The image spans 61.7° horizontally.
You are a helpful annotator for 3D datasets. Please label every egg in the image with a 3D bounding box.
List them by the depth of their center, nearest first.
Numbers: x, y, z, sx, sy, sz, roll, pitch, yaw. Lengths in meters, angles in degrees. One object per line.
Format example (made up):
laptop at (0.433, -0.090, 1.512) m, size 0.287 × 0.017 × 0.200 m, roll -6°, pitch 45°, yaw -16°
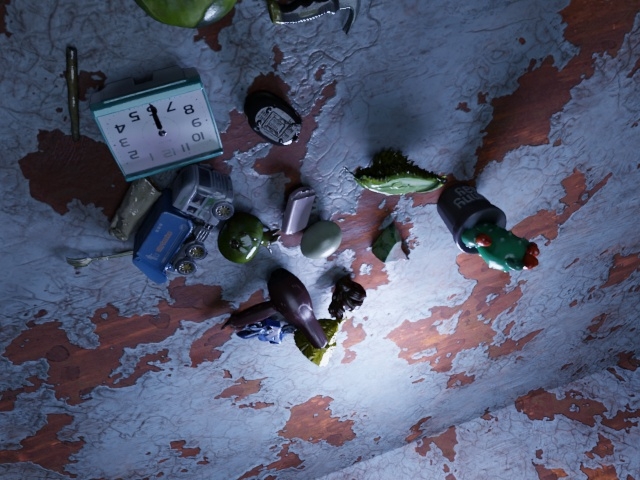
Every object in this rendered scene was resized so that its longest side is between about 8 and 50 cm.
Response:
egg at (0.000, 0.000, 1.723) m, size 0.152 × 0.114 × 0.114 m, roll -42°, pitch 132°, yaw 19°

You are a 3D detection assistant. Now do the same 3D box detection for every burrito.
burrito at (-0.508, -0.092, 1.469) m, size 0.087 × 0.060 × 0.226 m, roll 27°, pitch 116°, yaw -30°

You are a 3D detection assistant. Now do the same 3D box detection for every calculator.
calculator at (-0.069, -0.089, 1.654) m, size 0.100 × 0.032 × 0.175 m, roll -20°, pitch 140°, yaw -42°

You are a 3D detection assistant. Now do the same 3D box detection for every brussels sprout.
brussels sprout at (-0.255, -0.553, 1.080) m, size 0.271 × 0.219 × 0.210 m, roll -42°, pitch 125°, yaw -13°

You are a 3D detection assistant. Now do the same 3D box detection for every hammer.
hammer at (-0.013, -0.562, 1.285) m, size 0.227 × 0.041 × 0.158 m, roll -17°, pitch 131°, yaw -9°

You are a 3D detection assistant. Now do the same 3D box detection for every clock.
clock at (-0.396, -0.291, 1.320) m, size 0.263 × 0.116 × 0.231 m, roll -17°, pitch 138°, yaw -7°

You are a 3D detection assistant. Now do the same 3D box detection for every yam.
yam at (-0.577, -0.335, 1.255) m, size 0.029 × 0.027 × 0.234 m, roll 5°, pitch 127°, yaw -14°

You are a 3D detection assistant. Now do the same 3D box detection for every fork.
fork at (-0.626, 0.053, 1.568) m, size 0.220 × 0.028 × 0.034 m, roll -5°, pitch 127°, yaw -18°

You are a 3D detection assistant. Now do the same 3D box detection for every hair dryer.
hair dryer at (-0.177, 0.280, 1.854) m, size 0.341 × 0.123 × 0.312 m, roll -23°, pitch 107°, yaw 11°

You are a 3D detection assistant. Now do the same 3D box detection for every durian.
durian at (0.220, -0.204, 1.644) m, size 0.375 × 0.106 × 0.132 m, roll 0°, pitch 131°, yaw -24°

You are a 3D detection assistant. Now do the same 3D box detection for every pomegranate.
pomegranate at (-0.213, -0.004, 1.625) m, size 0.191 × 0.131 × 0.152 m, roll 11°, pitch 121°, yaw -39°

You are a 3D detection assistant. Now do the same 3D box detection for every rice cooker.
rice cooker at (-0.123, -0.318, 1.408) m, size 0.165 × 0.106 × 0.112 m, roll 30°, pitch 109°, yaw -27°

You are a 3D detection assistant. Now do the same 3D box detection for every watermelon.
watermelon at (0.252, 0.041, 1.881) m, size 0.121 × 0.097 × 0.158 m, roll -33°, pitch 137°, yaw 8°

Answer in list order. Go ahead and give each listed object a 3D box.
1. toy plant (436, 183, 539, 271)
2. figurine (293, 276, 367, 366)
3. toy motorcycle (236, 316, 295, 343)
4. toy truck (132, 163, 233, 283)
toy plant at (0.524, -0.024, 1.723) m, size 0.185 × 0.400 × 0.279 m, roll -45°, pitch 130°, yaw 15°
figurine at (0.055, 0.286, 1.969) m, size 0.168 × 0.187 × 0.315 m, roll 38°, pitch 102°, yaw -2°
toy motorcycle at (-0.196, 0.332, 1.962) m, size 0.205 × 0.076 × 0.114 m, roll 14°, pitch 129°, yaw -30°
toy truck at (-0.388, -0.041, 1.508) m, size 0.175 × 0.146 × 0.367 m, roll 24°, pitch 117°, yaw -32°
